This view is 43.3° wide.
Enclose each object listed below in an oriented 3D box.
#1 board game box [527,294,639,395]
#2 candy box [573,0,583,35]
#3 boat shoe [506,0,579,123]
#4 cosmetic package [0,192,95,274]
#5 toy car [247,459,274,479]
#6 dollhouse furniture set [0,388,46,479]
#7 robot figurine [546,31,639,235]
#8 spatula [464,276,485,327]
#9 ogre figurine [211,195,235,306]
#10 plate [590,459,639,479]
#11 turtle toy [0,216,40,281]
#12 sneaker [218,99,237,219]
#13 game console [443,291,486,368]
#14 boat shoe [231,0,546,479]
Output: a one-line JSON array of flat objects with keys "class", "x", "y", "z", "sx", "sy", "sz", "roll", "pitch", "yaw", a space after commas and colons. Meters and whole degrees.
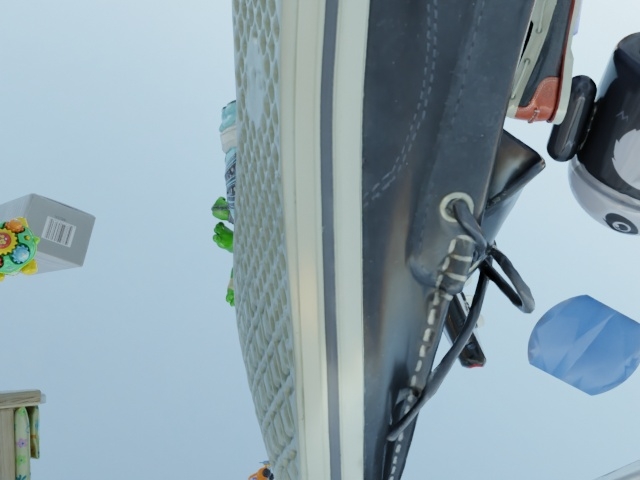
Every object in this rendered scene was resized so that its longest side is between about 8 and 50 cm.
[{"class": "board game box", "x": 0.385, "y": 0.146, "z": 1.176, "sx": 0.169, "sy": 0.133, "sz": 0.033, "roll": 27, "pitch": -160, "yaw": -10}, {"class": "candy box", "x": 0.161, "y": -0.302, "z": 0.885, "sx": 0.317, "sy": 0.268, "sz": 0.122, "roll": -34, "pitch": -130, "yaw": -27}, {"class": "boat shoe", "x": 0.149, "y": -0.147, "z": 0.551, "sx": 0.043, "sy": 0.137, "sz": 0.049, "roll": 7, "pitch": 176, "yaw": 2}, {"class": "cosmetic package", "x": -0.519, "y": -0.005, "z": 1.441, "sx": 0.127, "sy": 0.238, "sz": 0.107, "roll": 24, "pitch": -109, "yaw": -40}, {"class": "toy car", "x": -0.083, "y": 0.357, "z": 1.188, "sx": 0.040, "sy": 0.122, "sz": 0.060, "roll": -4, "pitch": -100, "yaw": 6}, {"class": "dollhouse furniture set", "x": -0.168, "y": 0.096, "z": 0.395, "sx": 0.101, "sy": 0.161, "sz": 0.182, "roll": 1, "pitch": -99, "yaw": -37}, {"class": "robot figurine", "x": 0.402, "y": -0.134, "z": 0.954, "sx": 0.209, "sy": 0.278, "sz": 0.173, "roll": 33, "pitch": -137, "yaw": 24}, {"class": "spatula", "x": 0.204, "y": 0.143, "z": 1.651, "sx": 0.242, "sy": 0.168, "sz": 0.019, "roll": -12, "pitch": -136, "yaw": 13}, {"class": "ogre figurine", "x": -0.084, "y": 0.027, "z": 1.182, "sx": 0.118, "sy": 0.197, "sz": 0.097, "roll": -6, "pitch": -177, "yaw": 21}, {"class": "plate", "x": 0.239, "y": 0.342, "z": 0.678, "sx": 0.045, "sy": 0.278, "sz": 0.277, "roll": 25, "pitch": -137, "yaw": -40}, {"class": "turtle toy", "x": -0.490, "y": 0.012, "z": 1.217, "sx": 0.130, "sy": 0.066, "sz": 0.095, "roll": -15, "pitch": -104, "yaw": -15}, {"class": "sneaker", "x": 0.030, "y": -0.040, "z": 0.747, "sx": 0.283, "sy": 0.110, "sz": 0.122, "roll": 10, "pitch": -102, "yaw": -32}, {"class": "game console", "x": 0.135, "y": -0.027, "z": 1.135, "sx": 0.342, "sy": 0.060, "sz": 0.386, "roll": -35, "pitch": -79, "yaw": -86}, {"class": "boat shoe", "x": 0.036, "y": -0.024, "z": 0.440, "sx": 0.156, "sy": 0.500, "sz": 0.187, "roll": -5, "pitch": -155, "yaw": -17}]
